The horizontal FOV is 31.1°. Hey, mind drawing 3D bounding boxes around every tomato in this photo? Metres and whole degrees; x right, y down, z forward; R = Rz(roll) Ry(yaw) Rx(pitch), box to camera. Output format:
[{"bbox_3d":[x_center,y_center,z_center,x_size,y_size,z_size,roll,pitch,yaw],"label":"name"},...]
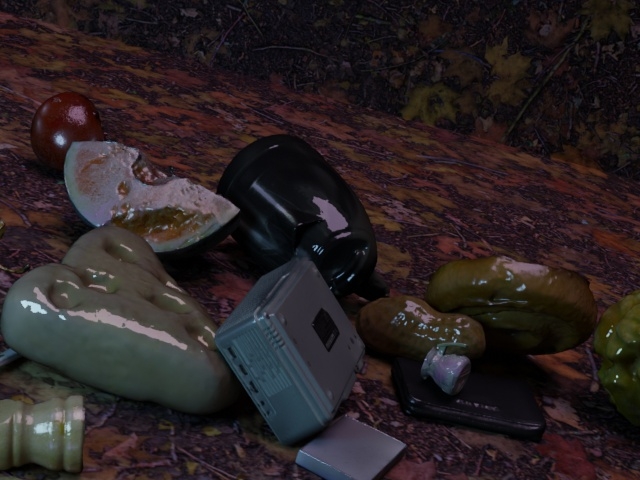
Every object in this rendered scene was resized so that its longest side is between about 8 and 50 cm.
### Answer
[{"bbox_3d":[-0.501,-0.205,2.290,0.167,0.167,0.167,15,19,-5],"label":"tomato"}]

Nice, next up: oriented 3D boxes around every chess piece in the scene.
[{"bbox_3d":[-0.373,0.223,1.327,0.200,0.090,0.090,2,22,-11],"label":"chess piece"}]

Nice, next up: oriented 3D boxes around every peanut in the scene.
[{"bbox_3d":[0.163,0.147,1.890,0.226,0.108,0.095,13,25,24],"label":"peanut"}]

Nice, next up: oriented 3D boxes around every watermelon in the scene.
[{"bbox_3d":[-0.311,-0.035,2.020,0.322,0.188,0.175,30,67,17],"label":"watermelon"}]

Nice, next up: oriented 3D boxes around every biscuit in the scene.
[{"bbox_3d":[0.321,0.122,1.954,0.296,0.102,0.296,11,-24,5],"label":"biscuit"}]

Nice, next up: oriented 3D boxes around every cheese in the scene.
[{"bbox_3d":[-0.241,0.117,1.643,0.328,0.130,0.351,25,19,6],"label":"cheese"}]

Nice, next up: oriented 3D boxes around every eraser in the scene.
[{"bbox_3d":[0.045,0.290,1.559,0.103,0.023,0.150,24,21,20],"label":"eraser"}]

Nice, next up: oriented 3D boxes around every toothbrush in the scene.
[{"bbox_3d":[-0.438,0.162,1.448,0.030,0.030,0.304,20,12,10],"label":"toothbrush"}]

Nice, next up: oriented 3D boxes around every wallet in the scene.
[{"bbox_3d":[0.237,0.248,1.809,0.250,0.044,0.149,13,23,-11],"label":"wallet"}]

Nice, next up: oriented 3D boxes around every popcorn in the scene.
[{"bbox_3d":[0.593,0.201,1.923,0.286,0.252,0.215,43,16,-30],"label":"popcorn"}]

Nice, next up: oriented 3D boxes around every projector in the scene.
[{"bbox_3d":[-0.031,0.149,1.632,0.192,0.099,0.257,59,19,-8],"label":"projector"}]

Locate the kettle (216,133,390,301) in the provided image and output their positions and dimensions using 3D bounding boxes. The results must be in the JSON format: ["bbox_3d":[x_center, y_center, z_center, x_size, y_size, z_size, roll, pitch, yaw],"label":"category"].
[{"bbox_3d":[0.000,0.000,2.094,0.321,0.228,0.324,42,3,-43],"label":"kettle"}]

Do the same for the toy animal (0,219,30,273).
[{"bbox_3d":[-0.556,0.008,1.755,0.255,0.114,0.116,27,-22,15],"label":"toy animal"}]

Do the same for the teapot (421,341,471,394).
[{"bbox_3d":[0.194,0.189,1.761,0.064,0.083,0.064,23,11,24],"label":"teapot"}]
